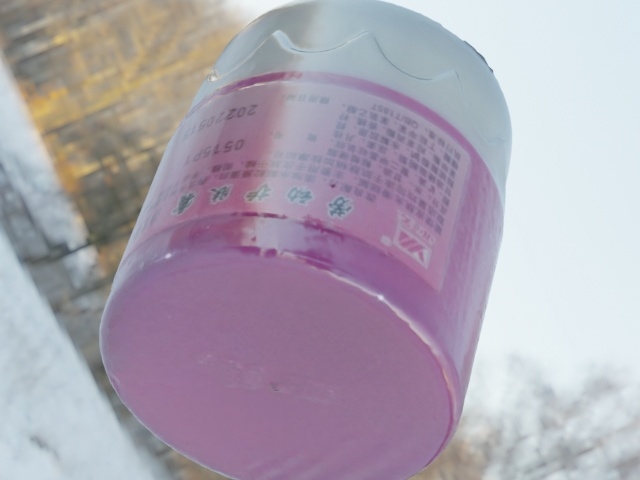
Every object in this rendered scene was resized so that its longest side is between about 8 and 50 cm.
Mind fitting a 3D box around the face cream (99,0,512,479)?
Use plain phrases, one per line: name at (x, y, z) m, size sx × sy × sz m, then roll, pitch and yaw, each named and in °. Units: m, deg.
face cream at (0.000, 0.000, 0.854) m, size 0.175 × 0.175 × 0.195 m, roll 71°, pitch 26°, yaw -42°
